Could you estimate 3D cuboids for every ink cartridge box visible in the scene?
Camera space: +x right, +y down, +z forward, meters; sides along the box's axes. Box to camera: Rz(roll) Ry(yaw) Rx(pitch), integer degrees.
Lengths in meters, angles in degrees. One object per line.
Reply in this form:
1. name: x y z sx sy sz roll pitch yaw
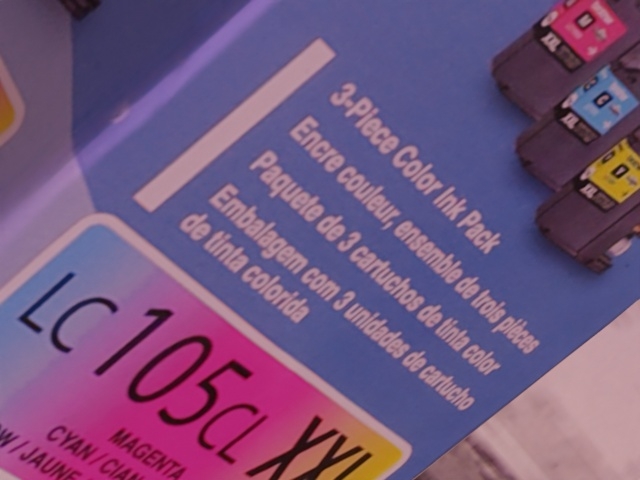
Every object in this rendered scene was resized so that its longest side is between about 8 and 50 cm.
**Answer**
1. ink cartridge box: 0.040 -0.144 0.426 0.395 0.270 0.151 -38 138 8
